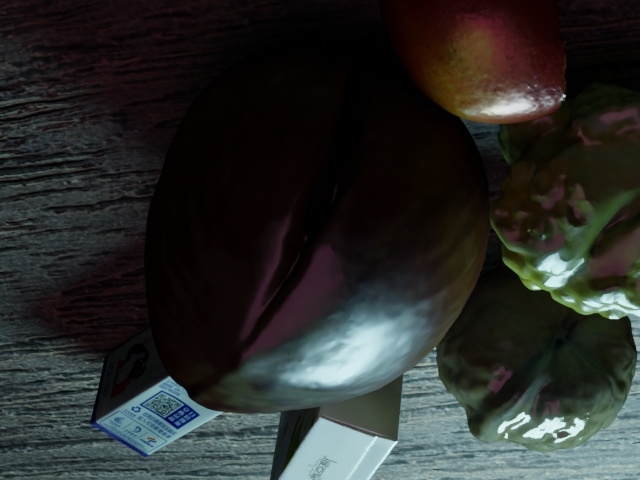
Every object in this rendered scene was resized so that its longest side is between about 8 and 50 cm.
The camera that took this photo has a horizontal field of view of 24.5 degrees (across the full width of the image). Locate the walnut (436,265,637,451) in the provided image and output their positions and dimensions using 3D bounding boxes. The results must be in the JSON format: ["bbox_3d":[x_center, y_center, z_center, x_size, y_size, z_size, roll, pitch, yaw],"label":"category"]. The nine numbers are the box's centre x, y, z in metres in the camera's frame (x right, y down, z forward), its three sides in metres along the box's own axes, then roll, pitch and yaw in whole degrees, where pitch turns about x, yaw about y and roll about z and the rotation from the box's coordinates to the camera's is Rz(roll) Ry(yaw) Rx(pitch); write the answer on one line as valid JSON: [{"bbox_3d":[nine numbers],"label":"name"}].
[{"bbox_3d":[0.264,0.146,1.833,0.248,0.248,0.248,3,136,3],"label":"walnut"}]

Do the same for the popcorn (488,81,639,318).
[{"bbox_3d":[0.306,-0.054,1.605,0.293,0.237,0.293,9,135,9],"label":"popcorn"}]

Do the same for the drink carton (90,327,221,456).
[{"bbox_3d":[-0.159,0.160,1.961,0.315,0.130,0.106,-32,126,32],"label":"drink carton"}]

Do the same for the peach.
[{"bbox_3d":[0.176,-0.222,1.482,0.226,0.196,0.190,39,153,-12],"label":"peach"}]

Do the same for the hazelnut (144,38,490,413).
[{"bbox_3d":[0.000,0.000,1.624,0.402,0.402,0.429,25,129,-18],"label":"hazelnut"}]

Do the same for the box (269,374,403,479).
[{"bbox_3d":[0.026,0.191,1.879,0.111,0.260,0.194,21,133,-9],"label":"box"}]
